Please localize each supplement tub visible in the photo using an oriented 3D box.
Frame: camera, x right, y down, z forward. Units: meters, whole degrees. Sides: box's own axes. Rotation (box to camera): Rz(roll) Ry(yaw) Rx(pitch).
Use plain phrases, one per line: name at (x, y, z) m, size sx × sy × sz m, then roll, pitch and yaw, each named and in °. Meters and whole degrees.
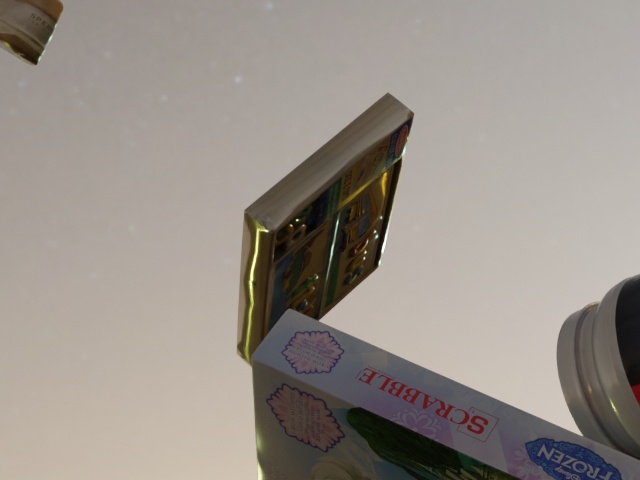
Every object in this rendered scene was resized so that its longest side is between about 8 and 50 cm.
supplement tub at (0.382, 0.101, 1.406) m, size 0.272 × 0.191 × 0.191 m, roll -27°, pitch -17°, yaw 37°

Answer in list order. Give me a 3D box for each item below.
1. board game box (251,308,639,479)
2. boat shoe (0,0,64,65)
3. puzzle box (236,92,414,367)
board game box at (0.095, 0.239, 1.230) m, size 0.066 × 0.318 × 0.318 m, roll -50°, pitch -28°, yaw -38°
boat shoe at (-0.250, -0.188, 1.141) m, size 0.059 × 0.170 × 0.063 m, roll -53°, pitch -39°, yaw -5°
puzzle box at (0.000, 0.000, 2.057) m, size 0.272 × 0.052 × 0.409 m, roll -42°, pitch -19°, yaw -24°
